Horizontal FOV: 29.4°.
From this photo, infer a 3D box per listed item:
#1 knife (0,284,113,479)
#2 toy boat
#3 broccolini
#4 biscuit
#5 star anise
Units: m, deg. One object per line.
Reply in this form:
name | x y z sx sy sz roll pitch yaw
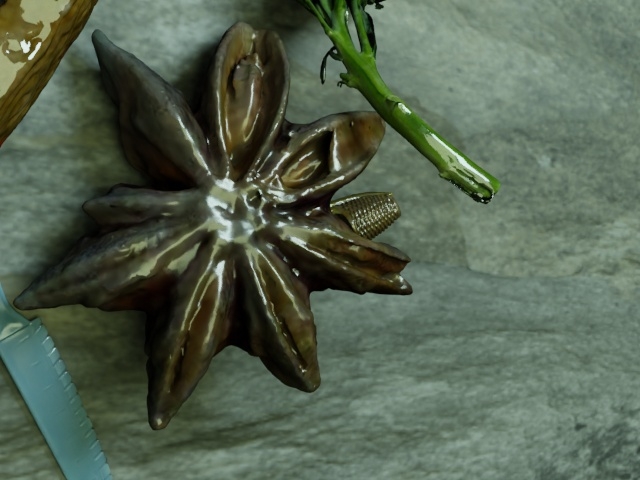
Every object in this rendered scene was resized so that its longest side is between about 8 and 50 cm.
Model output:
knife | -0.224 0.075 0.910 0.044 0.019 0.313 -32 115 -24
toy boat | 0.000 0.000 1.000 0.149 0.049 0.047 -30 113 -21
broccolini | 0.055 -0.135 0.932 0.123 0.062 0.271 -25 72 -40
biscuit | -0.192 -0.106 0.755 0.049 0.257 0.273 33 75 -15
star anise | -0.081 -0.017 0.902 0.315 0.108 0.315 1 86 -12
